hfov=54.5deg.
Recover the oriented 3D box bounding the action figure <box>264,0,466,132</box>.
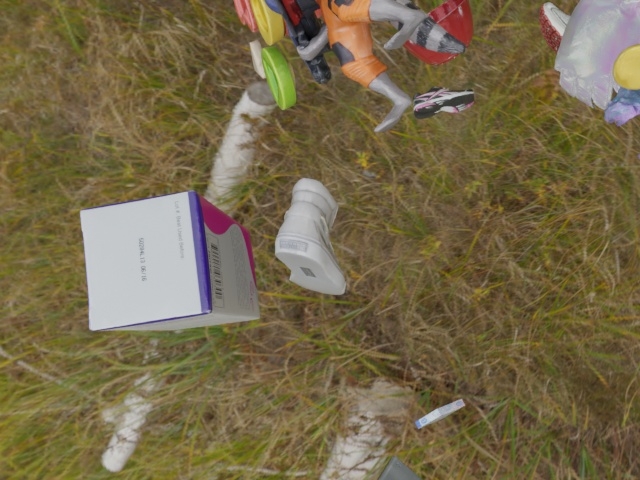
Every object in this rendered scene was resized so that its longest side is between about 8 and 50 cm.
[{"bbox_3d":[0.036,-0.316,0.860,0.179,0.341,0.330,-32,71,4],"label":"action figure"}]

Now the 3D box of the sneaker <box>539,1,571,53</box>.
[{"bbox_3d":[0.539,-0.411,1.273,0.093,0.088,0.225,-43,75,5],"label":"sneaker"}]

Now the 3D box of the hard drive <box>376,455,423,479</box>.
[{"bbox_3d":[0.127,0.415,0.989,0.094,0.135,0.022,39,116,12],"label":"hard drive"}]

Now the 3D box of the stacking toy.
[{"bbox_3d":[-0.075,-0.445,1.292,0.309,0.131,0.279,-120,12,-46],"label":"stacking toy"}]

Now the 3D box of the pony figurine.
[{"bbox_3d":[0.421,-0.243,0.694,0.303,0.363,0.350,18,135,22],"label":"pony figurine"}]

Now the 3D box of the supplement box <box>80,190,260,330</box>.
[{"bbox_3d":[-0.141,0.032,0.641,0.114,0.220,0.111,-9,80,6],"label":"supplement box"}]

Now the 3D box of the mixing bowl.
[{"bbox_3d":[0.276,-0.463,1.406,0.182,0.181,0.098,-27,112,30],"label":"mixing bowl"}]

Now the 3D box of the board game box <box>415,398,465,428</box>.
[{"bbox_3d":[0.286,0.414,1.487,0.090,0.090,0.020,-48,59,43],"label":"board game box"}]

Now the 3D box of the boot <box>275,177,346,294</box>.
[{"bbox_3d":[0.000,0.000,0.954,0.095,0.258,0.123,11,73,11],"label":"boot"}]

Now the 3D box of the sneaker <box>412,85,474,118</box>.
[{"bbox_3d":[0.340,-0.401,1.733,0.179,0.072,0.077,-11,62,-4],"label":"sneaker"}]
